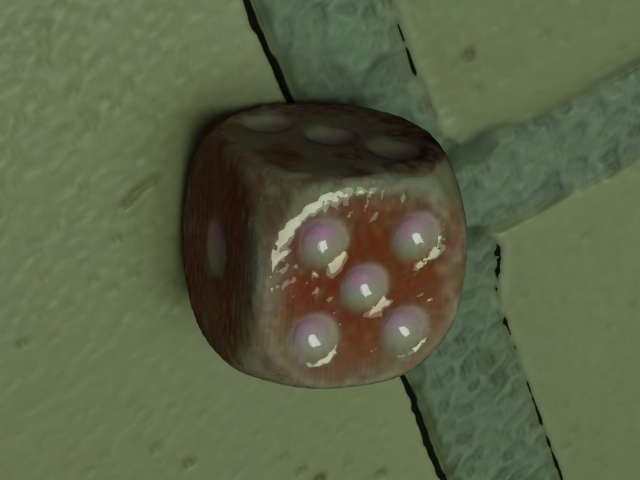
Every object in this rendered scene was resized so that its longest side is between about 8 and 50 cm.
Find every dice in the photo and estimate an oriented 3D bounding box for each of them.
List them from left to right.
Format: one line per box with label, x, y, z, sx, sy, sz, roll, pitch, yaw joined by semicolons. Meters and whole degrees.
dice;0.000;0.000;0.671;0.091;0.093;0.094;-3;115;-24
